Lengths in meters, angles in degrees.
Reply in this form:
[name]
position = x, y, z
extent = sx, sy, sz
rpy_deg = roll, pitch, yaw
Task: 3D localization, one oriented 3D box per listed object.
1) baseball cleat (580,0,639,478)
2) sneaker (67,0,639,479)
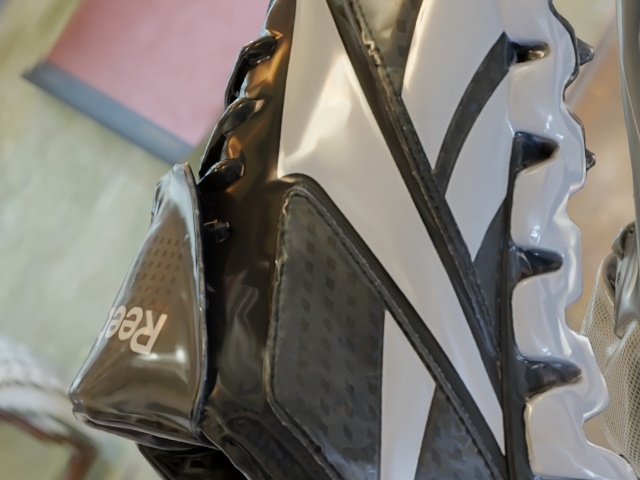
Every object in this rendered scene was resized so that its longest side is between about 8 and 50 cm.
[baseball cleat]
position = 0.097, -0.015, 0.529
extent = 0.072, 0.206, 0.109
rpy_deg = 1, -6, -18
[sneaker]
position = 0.000, 0.000, 0.397
extent = 0.106, 0.234, 0.078
rpy_deg = -7, -11, -13
